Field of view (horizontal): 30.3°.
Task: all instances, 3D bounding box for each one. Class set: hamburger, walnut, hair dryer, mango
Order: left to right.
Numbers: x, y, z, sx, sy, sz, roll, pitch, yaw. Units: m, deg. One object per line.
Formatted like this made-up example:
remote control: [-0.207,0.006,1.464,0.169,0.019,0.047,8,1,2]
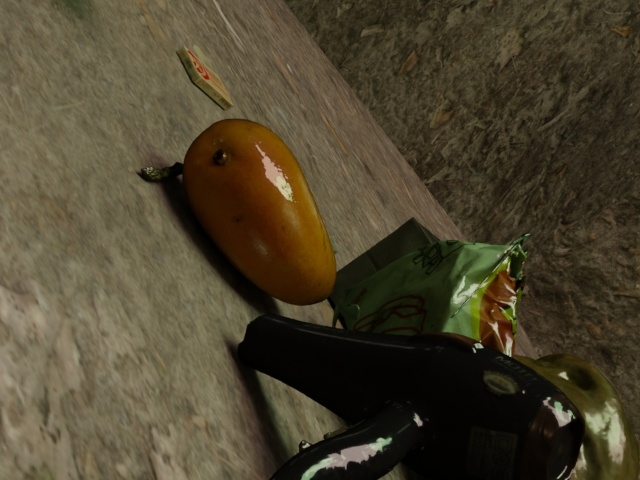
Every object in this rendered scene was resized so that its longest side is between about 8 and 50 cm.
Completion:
mango: [-0.050,-0.020,1.156,0.219,0.112,0.145,54,5,-27]
hair dryer: [-0.007,0.134,0.841,0.303,0.120,0.359,18,19,31]
hamburger: [0.092,0.097,1.250,0.150,0.260,0.276,30,-18,-11]
walnut: [0.234,0.251,1.294,0.227,0.283,0.283,20,25,-20]

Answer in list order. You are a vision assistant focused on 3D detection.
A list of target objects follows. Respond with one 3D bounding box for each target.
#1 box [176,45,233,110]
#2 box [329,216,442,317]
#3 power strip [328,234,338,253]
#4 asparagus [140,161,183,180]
box: [-0.150,-0.212,1.545,0.058,0.015,0.093,60,11,28]
box: [0.129,0.094,1.523,0.149,0.155,0.231,58,11,21]
power strip: [0.000,0.000,1.584,0.040,0.016,0.090,58,10,11]
asparagus: [-0.148,-0.065,1.119,0.015,0.014,0.114,23,8,5]
